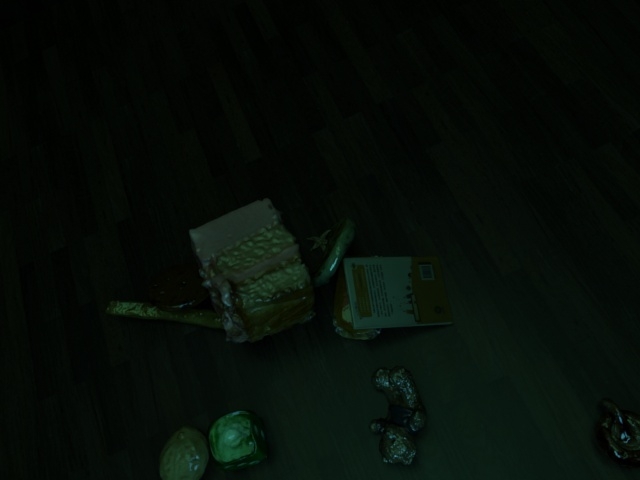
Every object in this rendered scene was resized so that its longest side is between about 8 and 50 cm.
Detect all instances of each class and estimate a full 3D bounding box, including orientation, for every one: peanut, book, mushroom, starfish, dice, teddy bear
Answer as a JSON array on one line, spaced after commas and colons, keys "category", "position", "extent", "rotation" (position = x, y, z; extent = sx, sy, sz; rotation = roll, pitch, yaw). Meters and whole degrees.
[{"category": "peanut", "position": [-0.370, 0.586, 1.581], "extent": [0.141, 0.109, 0.159], "rotation": [-3, 66, 11]}, {"category": "book", "position": [0.217, 0.142, 1.635], "extent": [0.296, 0.020, 0.207], "rotation": [0, 66, -16]}, {"category": "mushroom", "position": [0.731, 0.463, 1.411], "extent": [0.135, 0.080, 0.170], "rotation": [-12, 62, -7]}, {"category": "starfish", "position": [0.000, 0.000, 1.830], "extent": [0.086, 0.016, 0.092], "rotation": [33, 81, 23]}, {"category": "dice", "position": [-0.221, 0.539, 1.566], "extent": [0.128, 0.120, 0.131], "rotation": [-22, 60, 3]}, {"category": "teddy bear", "position": [0.213, 0.451, 1.512], "extent": [0.129, 0.182, 0.251], "rotation": [16, 63, -20]}]

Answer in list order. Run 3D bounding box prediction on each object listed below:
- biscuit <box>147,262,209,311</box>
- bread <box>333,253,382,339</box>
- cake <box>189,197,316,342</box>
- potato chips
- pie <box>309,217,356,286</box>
[{"category": "biscuit", "position": [-0.434, 0.144, 1.808], "extent": [0.212, 0.036, 0.212], "rotation": [-4, 37, 3]}, {"category": "bread", "position": [0.111, 0.159, 1.680], "extent": [0.136, 0.107, 0.241], "rotation": [1, 65, 10]}, {"category": "cake", "position": [-0.189, 0.096, 1.631], "extent": [0.293, 0.314, 0.306], "rotation": [-22, 65, -15]}, {"category": "potato chips", "position": [-0.464, 0.225, 1.795], "extent": [0.407, 0.080, 0.057], "rotation": [5, 83, 13]}, {"category": "pie", "position": [0.033, 0.037, 1.700], "extent": [0.054, 0.240, 0.240], "rotation": [29, 72, -7]}]
